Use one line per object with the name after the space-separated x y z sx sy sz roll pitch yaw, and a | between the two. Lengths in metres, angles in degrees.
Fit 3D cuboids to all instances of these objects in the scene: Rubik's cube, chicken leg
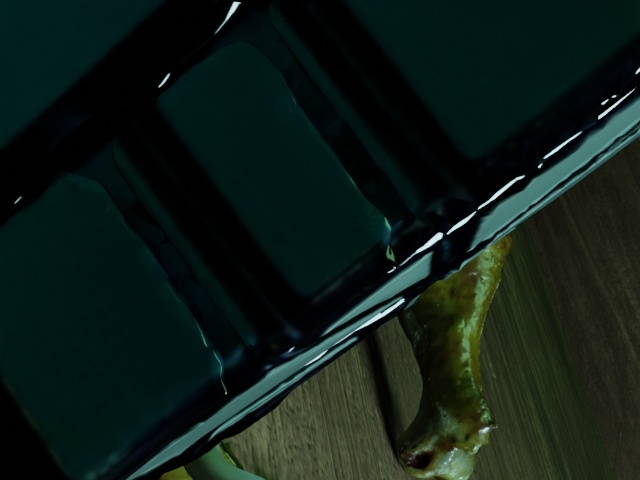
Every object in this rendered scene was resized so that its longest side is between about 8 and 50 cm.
-0.036 -0.091 0.502 0.283 0.288 0.293 55 12 9 | Rubik's cube
0.126 0.028 1.131 0.140 0.211 0.361 6 49 -29 | chicken leg

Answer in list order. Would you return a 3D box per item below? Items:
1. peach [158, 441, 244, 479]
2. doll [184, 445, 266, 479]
-0.076 0.104 0.609 0.077 0.050 0.083 46 -14 44 | peach
-0.041 0.154 0.535 0.135 0.113 0.071 33 -37 18 | doll
